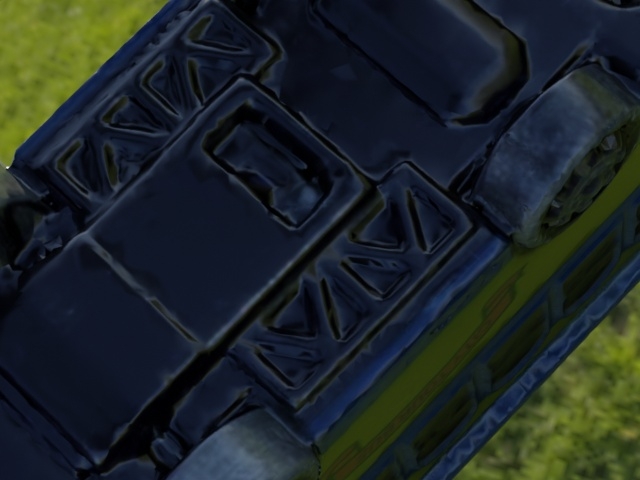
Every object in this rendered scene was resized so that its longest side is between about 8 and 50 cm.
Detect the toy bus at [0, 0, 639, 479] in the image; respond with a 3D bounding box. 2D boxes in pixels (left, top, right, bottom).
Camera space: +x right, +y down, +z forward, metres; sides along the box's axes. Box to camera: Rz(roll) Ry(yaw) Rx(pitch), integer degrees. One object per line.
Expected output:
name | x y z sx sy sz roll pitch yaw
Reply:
toy bus | 0.000 0.000 0.560 0.287 0.138 0.175 -45 -19 -9
